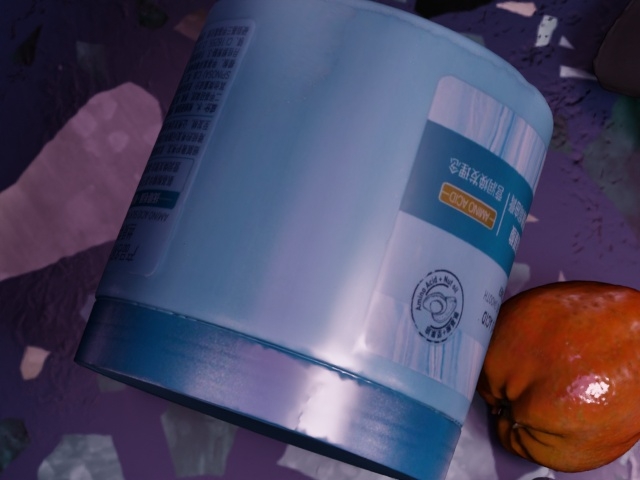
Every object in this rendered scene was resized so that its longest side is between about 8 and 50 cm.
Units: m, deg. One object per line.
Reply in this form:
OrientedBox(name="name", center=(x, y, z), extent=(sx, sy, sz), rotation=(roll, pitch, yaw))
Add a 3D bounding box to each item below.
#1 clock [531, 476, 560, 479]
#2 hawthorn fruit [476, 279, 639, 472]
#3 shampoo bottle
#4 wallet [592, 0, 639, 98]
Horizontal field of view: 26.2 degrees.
OrientedBox(name="clock", center=(0.190, 0.350, 1.165), extent=(0.189, 0.189, 0.254), rotation=(37, 65, 8))
OrientedBox(name="hawthorn fruit", center=(0.232, 0.118, 1.240), extent=(0.189, 0.189, 0.189), rotation=(0, 80, 2))
OrientedBox(name="shampoo bottle", center=(0.000, 0.000, 1.189), extent=(0.331, 0.331, 0.342), rotation=(18, 79, 5))
OrientedBox(name="wallet", center=(0.467, -0.181, 1.226), extent=(0.406, 0.062, 0.228), rotation=(22, 72, 38))
